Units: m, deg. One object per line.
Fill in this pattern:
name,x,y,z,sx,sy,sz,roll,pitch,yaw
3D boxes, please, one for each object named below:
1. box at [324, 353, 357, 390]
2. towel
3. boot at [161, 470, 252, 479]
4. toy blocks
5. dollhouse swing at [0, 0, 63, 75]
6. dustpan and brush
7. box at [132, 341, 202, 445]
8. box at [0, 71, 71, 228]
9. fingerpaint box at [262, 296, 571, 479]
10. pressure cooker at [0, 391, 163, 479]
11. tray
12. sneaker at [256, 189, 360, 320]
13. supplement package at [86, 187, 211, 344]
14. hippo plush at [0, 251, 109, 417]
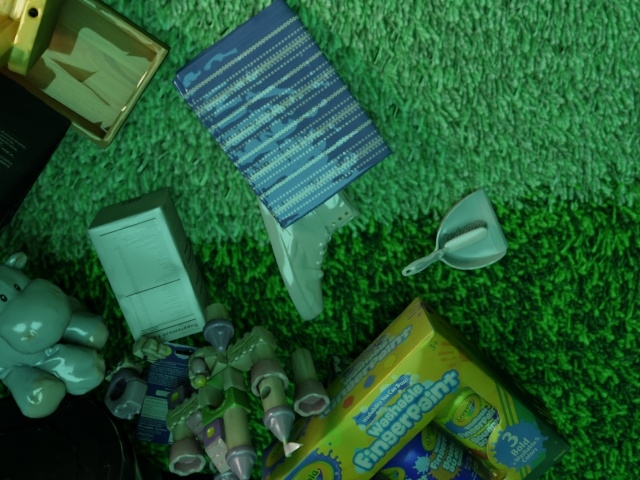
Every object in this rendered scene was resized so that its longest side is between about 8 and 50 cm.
box,0.150,0.375,1.608,0.308,0.076,0.242,9,108,-8
towel,-0.067,-0.218,1.373,0.243,0.040,0.336,-36,95,1
boot,-0.233,0.595,1.638,0.247,0.094,0.207,7,104,0
toy blocks,-0.173,0.311,1.373,0.289,0.260,0.309,-38,130,19
dollhouse swing,-0.560,-0.398,1.094,0.347,0.305,0.315,21,106,-10
dustpan and brush,0.247,0.010,1.502,0.211,0.060,0.147,-25,109,4
box,-0.282,0.302,1.567,0.137,0.036,0.225,12,108,-9
box,-0.670,-0.007,1.168,0.297,0.471,0.480,34,113,-16
fingerpaint box,0.170,0.395,1.488,0.371,0.163,0.445,41,101,-16
pressure cooker,-0.481,0.515,1.428,0.370,0.375,0.420,-3,136,-4
tray,-0.480,-0.352,1.314,0.411,0.076,0.202,33,103,-13
sneaker,0.000,0.000,1.454,0.169,0.108,0.292,-16,108,4
supplement package,-0.302,0.051,1.430,0.139,0.134,0.244,-17,109,1
hippo plush,-0.494,0.122,1.339,0.294,0.234,0.236,26,135,14
